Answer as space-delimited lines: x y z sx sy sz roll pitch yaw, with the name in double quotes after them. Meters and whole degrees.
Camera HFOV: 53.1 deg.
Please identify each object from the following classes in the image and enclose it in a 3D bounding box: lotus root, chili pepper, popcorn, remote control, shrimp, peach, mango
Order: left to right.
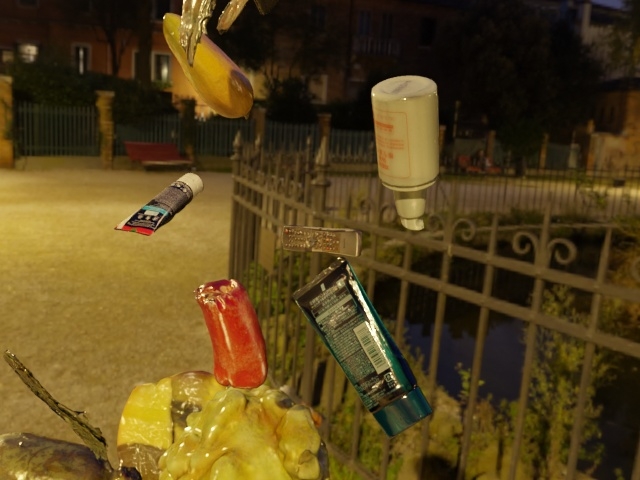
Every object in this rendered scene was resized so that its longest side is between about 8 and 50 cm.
-0.473 0.424 1.131 0.309 0.173 0.173 7 10 9 "lotus root"
-0.356 0.553 1.700 0.242 0.380 0.306 -25 -21 31 "peach"
-0.260 -0.402 1.507 0.119 0.317 0.176 -34 45 7 "mango"
-0.200 -0.427 1.188 0.126 0.223 0.047 14 0 12 "shrimp"
-0.098 0.108 0.720 0.073 0.123 0.070 -2 20 34 "chili pepper"
-0.125 0.377 1.049 0.279 0.274 0.335 -19 -3 -7 "popcorn"
0.000 0.000 1.329 0.212 0.059 0.028 6 9 42 "remote control"

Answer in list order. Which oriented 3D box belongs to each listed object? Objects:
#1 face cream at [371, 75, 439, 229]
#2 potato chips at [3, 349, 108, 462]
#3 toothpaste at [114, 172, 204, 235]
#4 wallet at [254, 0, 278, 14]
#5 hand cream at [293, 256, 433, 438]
0.141 -0.129 1.031 0.101 0.251 0.101 -6 33 4 "face cream"
-0.396 0.246 0.958 0.220 0.202 0.029 18 51 39 "potato chips"
-0.273 -0.059 1.110 0.071 0.045 0.193 9 33 18 "toothpaste"
-0.133 -0.631 1.425 0.025 0.124 0.244 31 -13 30 "wallet"
0.063 0.166 0.980 0.120 0.270 0.061 -40 -14 29 "hand cream"
